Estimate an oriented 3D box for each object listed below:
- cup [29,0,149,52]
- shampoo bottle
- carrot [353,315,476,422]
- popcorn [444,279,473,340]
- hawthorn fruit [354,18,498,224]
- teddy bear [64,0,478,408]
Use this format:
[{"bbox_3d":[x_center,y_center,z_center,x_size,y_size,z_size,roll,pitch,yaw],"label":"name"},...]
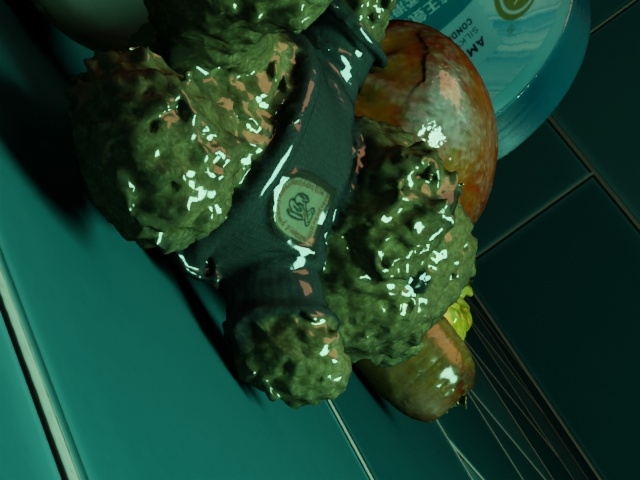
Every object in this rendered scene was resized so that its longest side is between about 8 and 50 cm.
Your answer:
[{"bbox_3d":[-0.111,-0.200,0.793,0.258,0.186,0.234,21,26,-19],"label":"cup"},{"bbox_3d":[0.045,-0.276,1.694,0.343,0.331,0.331,48,8,-46],"label":"shampoo bottle"},{"bbox_3d":[0.000,0.000,0.993,0.248,0.059,0.059,52,4,11],"label":"carrot"},{"bbox_3d":[0.064,0.061,1.213,0.084,0.084,0.084,54,5,-7],"label":"popcorn"},{"bbox_3d":[0.046,-0.064,1.250,0.173,0.173,0.173,54,5,-7],"label":"hawthorn fruit"},{"bbox_3d":[-0.022,-0.039,0.668,0.129,0.182,0.251,14,-18,32],"label":"teddy bear"}]
